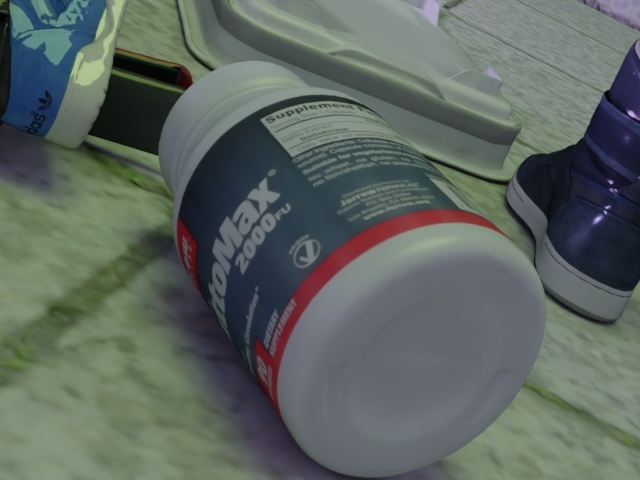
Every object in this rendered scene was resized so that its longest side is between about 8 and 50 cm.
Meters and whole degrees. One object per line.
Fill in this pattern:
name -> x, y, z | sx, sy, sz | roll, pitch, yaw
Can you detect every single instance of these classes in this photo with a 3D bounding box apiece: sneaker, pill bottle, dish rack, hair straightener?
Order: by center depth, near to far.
pill bottle -> 0.000, 0.000, 0.488 | 0.108, 0.108, 0.180 | 11, 25, -35
sneaker -> -0.137, -0.118, 0.563 | 0.084, 0.058, 0.152 | 21, 53, -22
hair straightener -> -0.170, -0.089, 0.583 | 0.230, 0.047, 0.089 | 19, 22, -19
sneaker -> 0.199, -0.060, 0.795 | 0.086, 0.163, 0.226 | 22, 20, -8
dish rack -> 0.023, -0.177, 0.995 | 0.285, 0.072, 0.333 | 20, 23, -19
